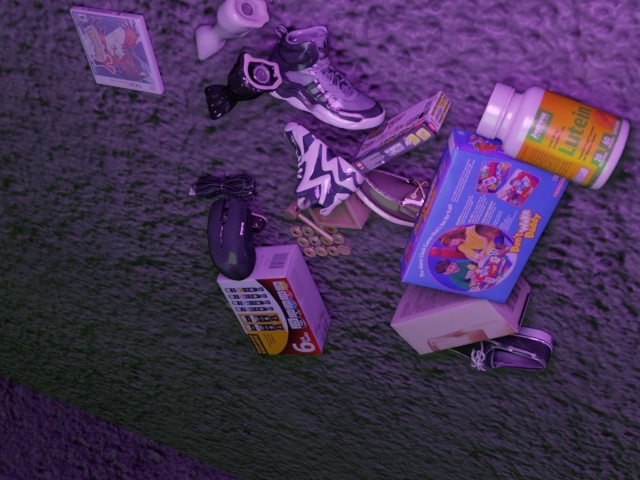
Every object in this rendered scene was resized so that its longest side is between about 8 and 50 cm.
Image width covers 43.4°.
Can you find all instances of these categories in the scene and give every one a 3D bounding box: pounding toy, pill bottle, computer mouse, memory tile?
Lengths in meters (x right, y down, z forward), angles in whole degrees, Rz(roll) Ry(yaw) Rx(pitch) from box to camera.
[{"bbox_3d":[0.017,-0.089,1.875,0.206,0.094,0.181,5,140,36],"label":"pounding toy"},{"bbox_3d":[0.417,-0.197,1.463,0.246,0.136,0.136,23,142,7],"label":"pill bottle"},{"bbox_3d":[-0.239,-0.025,2.015,0.189,0.072,0.272,-2,101,28],"label":"computer mouse"},{"bbox_3d":[0.000,0.000,2.048,0.148,0.012,0.113,-6,131,35],"label":"memory tile"}]

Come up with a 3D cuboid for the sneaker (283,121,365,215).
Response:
[{"bbox_3d":[-0.030,-0.143,1.735,0.235,0.153,0.094,41,-174,23],"label":"sneaker"}]

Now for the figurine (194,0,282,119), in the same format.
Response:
[{"bbox_3d":[-0.186,-0.369,1.619,0.209,0.092,0.214,-17,82,52],"label":"figurine"}]

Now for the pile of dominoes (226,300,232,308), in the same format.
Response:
[{"bbox_3d":[-0.135,0.186,2.333,0.251,0.040,0.196,34,133,-17],"label":"pile of dominoes"}]

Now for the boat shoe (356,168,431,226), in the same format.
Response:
[{"bbox_3d":[0.229,-0.077,1.741,0.324,0.116,0.096,28,138,-7],"label":"boat shoe"}]

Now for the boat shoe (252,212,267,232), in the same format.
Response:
[{"bbox_3d":[-0.206,-0.051,2.094,0.133,0.042,0.049,12,142,22],"label":"boat shoe"}]

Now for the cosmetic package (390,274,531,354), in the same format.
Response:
[{"bbox_3d":[0.331,0.157,1.912,0.129,0.153,0.296,46,140,-21],"label":"cosmetic package"}]

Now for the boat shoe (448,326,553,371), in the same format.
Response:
[{"bbox_3d":[0.424,0.277,2.026,0.306,0.105,0.113,7,137,25],"label":"boat shoe"}]

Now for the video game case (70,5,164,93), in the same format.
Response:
[{"bbox_3d":[-0.460,-0.431,1.830,0.184,0.023,0.201,13,139,19],"label":"video game case"}]

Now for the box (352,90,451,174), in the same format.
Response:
[{"bbox_3d":[0.162,-0.215,1.620,0.036,0.114,0.207,44,140,-19],"label":"box"}]

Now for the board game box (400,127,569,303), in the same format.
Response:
[{"bbox_3d":[0.324,-0.041,1.631,0.234,0.078,0.347,12,128,-7],"label":"board game box"}]

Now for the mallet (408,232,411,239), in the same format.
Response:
[{"bbox_3d":[0.202,-0.064,1.836,0.062,0.039,0.189,-9,125,38],"label":"mallet"}]

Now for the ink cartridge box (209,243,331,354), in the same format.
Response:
[{"bbox_3d":[-0.150,0.169,2.201,0.272,0.130,0.309,-5,131,22],"label":"ink cartridge box"}]

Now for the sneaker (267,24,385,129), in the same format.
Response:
[{"bbox_3d":[0.012,-0.326,1.580,0.269,0.101,0.153,24,133,8],"label":"sneaker"}]
